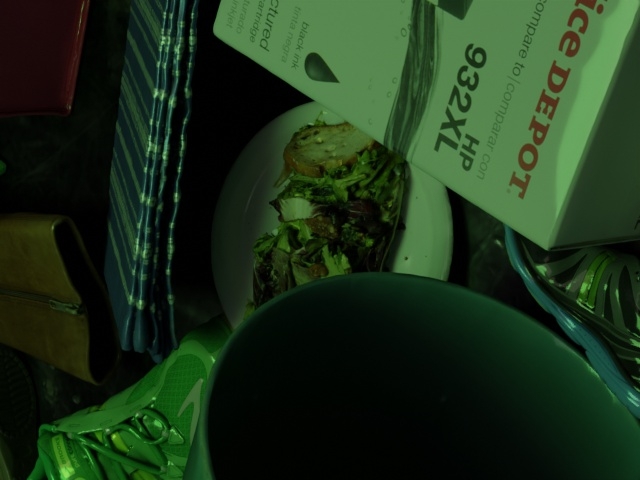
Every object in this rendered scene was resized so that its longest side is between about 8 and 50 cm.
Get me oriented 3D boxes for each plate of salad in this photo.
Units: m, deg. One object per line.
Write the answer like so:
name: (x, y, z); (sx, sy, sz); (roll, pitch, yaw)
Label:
plate of salad: (0.000, 0.000, 1.335); (0.200, 0.048, 0.199); (-2, 85, 32)

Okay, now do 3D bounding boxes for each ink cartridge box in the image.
ink cartridge box: (0.101, -0.163, 1.185); (0.307, 0.129, 0.223); (35, 118, 35)

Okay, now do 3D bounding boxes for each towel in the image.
towel: (-0.115, -0.103, 1.387); (0.243, 0.040, 0.336); (-125, 42, -71)

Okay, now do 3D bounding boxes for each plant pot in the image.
plant pot: (0.038, 0.205, 1.201); (0.293, 0.293, 0.235); (51, 141, 26)

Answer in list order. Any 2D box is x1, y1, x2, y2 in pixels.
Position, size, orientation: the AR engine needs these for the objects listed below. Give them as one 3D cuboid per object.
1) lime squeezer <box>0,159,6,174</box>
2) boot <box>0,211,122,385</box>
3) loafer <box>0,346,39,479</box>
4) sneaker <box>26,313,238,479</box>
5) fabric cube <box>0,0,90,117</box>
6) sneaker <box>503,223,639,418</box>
lime squeezer: (-0.396, -0.107, 1.709); (0.310, 0.059, 0.110); (1, 96, 42)
boot: (-0.294, -0.017, 1.541); (0.280, 0.096, 0.264); (12, 123, 48)
loafer: (-0.269, 0.164, 1.624); (0.050, 0.056, 0.148); (-11, 88, 37)
sneaker: (-0.141, 0.164, 1.459); (0.295, 0.123, 0.109); (-46, 65, 36)
fabric cube: (-0.344, -0.250, 1.505); (0.258, 0.259, 0.254); (28, 113, 35)
sneaker: (0.181, 0.032, 1.191); (0.078, 0.067, 0.188); (-46, 61, 13)
